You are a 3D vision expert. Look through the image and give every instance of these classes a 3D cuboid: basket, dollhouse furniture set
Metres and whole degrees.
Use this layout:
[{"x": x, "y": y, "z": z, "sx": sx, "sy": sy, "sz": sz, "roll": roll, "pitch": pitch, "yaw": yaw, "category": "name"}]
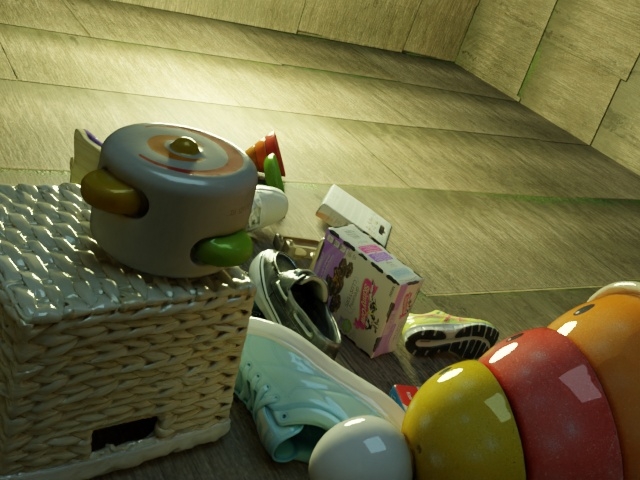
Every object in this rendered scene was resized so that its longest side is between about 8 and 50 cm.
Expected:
[{"x": -0.308, "y": 0.101, "z": 1.026, "sx": 0.328, "sy": 0.266, "sz": 0.331, "roll": -5, "pitch": 33, "yaw": -39, "category": "basket"}, {"x": 0.000, "y": 0.000, "z": 1.587, "sx": 0.144, "sy": 0.123, "sz": 0.151, "roll": 8, "pitch": 28, "yaw": -22, "category": "dollhouse furniture set"}]

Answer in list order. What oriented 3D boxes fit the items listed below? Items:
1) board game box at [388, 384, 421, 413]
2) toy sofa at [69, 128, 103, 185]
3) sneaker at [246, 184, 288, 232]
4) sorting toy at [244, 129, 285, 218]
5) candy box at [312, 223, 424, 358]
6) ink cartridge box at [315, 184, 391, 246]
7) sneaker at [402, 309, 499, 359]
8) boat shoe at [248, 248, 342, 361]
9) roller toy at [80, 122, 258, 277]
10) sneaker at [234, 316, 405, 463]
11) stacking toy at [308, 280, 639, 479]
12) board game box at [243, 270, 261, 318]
[{"x": 0.271, "y": 0.353, "z": 1.123, "sx": 0.302, "sy": 0.086, "sz": 0.308, "roll": 9, "pitch": 28, "yaw": -19, "category": "board game box"}, {"x": -0.326, "y": -0.082, "z": 1.385, "sx": 0.150, "sy": 0.177, "sz": 0.362, "roll": -1, "pitch": 18, "yaw": -36, "category": "toy sofa"}, {"x": -0.169, "y": -0.033, "z": 1.542, "sx": 0.293, "sy": 0.108, "sz": 0.169, "roll": -10, "pitch": 27, "yaw": -29, "category": "sneaker"}, {"x": -0.153, "y": -0.144, "z": 1.831, "sx": 0.126, "sy": 0.127, "sz": 0.365, "roll": -12, "pitch": 31, "yaw": 4, "category": "sorting toy"}, {"x": 0.075, "y": 0.090, "z": 1.414, "sx": 0.070, "sy": 0.164, "sz": 0.196, "roll": -9, "pitch": 37, "yaw": -44, "category": "candy box"}, {"x": 0.082, "y": -0.051, "z": 1.861, "sx": 0.179, "sy": 0.045, "sz": 0.145, "roll": 37, "pitch": 25, "yaw": -5, "category": "ink cartridge box"}, {"x": 0.245, "y": 0.168, "z": 1.475, "sx": 0.209, "sy": 0.081, "sz": 0.094, "roll": 7, "pitch": 26, "yaw": -22, "category": "sneaker"}, {"x": -0.030, "y": 0.109, "z": 1.336, "sx": 0.121, "sy": 0.119, "sz": 0.335, "roll": 23, "pitch": 25, "yaw": -34, "category": "boat shoe"}, {"x": -0.181, "y": -0.059, "z": 0.947, "sx": 0.209, "sy": 0.146, "sz": 0.191, "roll": 11, "pitch": 26, "yaw": -13, "category": "roller toy"}, {"x": -0.055, "y": 0.228, "z": 1.100, "sx": 0.366, "sy": 0.135, "sz": 0.150, "roll": 23, "pitch": 35, "yaw": 24, "category": "sneaker"}, {"x": 0.223, "y": 0.243, "z": 0.933, "sx": 0.480, "sy": 0.350, "sz": 0.350, "roll": -5, "pitch": 32, "yaw": -13, "category": "stacking toy"}, {"x": -0.187, "y": 0.083, "z": 1.410, "sx": 0.186, "sy": 0.026, "sz": 0.126, "roll": 19, "pitch": 26, "yaw": -1, "category": "board game box"}]
